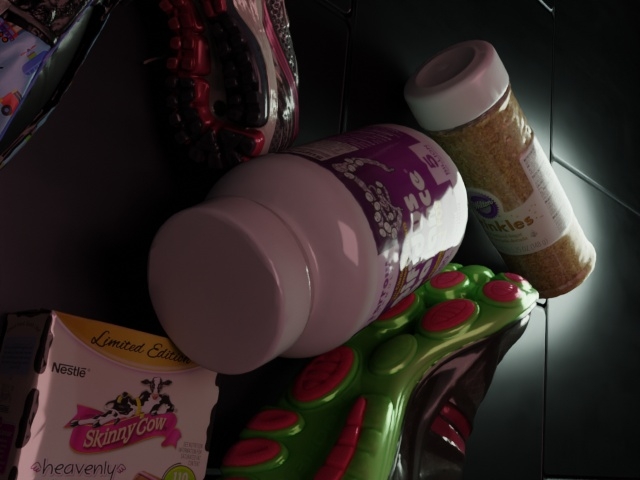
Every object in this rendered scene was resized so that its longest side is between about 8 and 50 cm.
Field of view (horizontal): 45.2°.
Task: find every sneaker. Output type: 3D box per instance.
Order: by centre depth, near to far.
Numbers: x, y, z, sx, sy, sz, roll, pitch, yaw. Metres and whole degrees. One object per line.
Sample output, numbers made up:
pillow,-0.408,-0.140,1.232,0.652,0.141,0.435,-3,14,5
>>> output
sneaker,-0.085,-0.214,0.677,0.112,0.120,0.300,-19,106,-63
sneaker,0.071,0.178,0.774,0.482,0.185,0.202,-40,132,-39

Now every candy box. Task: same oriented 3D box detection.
candy box,-0.166,0.180,0.557,0.159,0.071,0.234,22,68,-43

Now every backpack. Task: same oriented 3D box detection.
backpack,-0.220,-0.122,0.486,0.116,0.158,0.173,35,72,-30

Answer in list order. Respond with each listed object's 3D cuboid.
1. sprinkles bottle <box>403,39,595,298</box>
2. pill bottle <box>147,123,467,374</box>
sprinkles bottle,0.241,-0.082,0.999,0.355,0.121,0.121,53,50,-29
pill bottle,0.000,0.000,0.663,0.301,0.169,0.169,-27,105,-55
